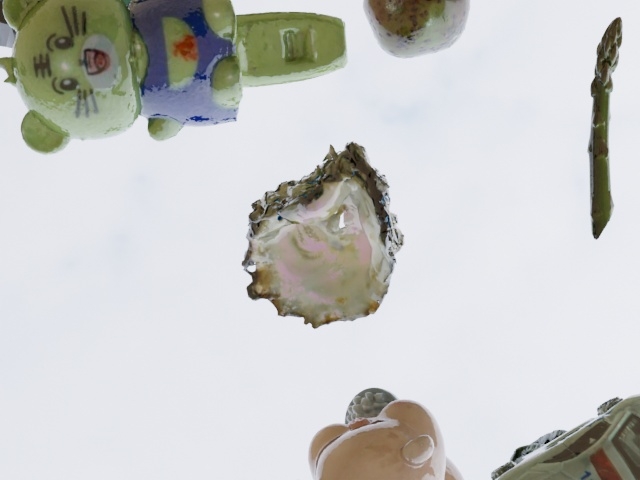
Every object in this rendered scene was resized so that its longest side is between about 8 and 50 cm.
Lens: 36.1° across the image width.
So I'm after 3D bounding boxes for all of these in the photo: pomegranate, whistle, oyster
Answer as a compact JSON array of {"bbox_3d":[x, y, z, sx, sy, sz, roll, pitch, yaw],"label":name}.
[{"bbox_3d":[0.137,-0.347,1.478,0.159,0.159,0.205,-40,-168,-5],"label":"pomegranate"},{"bbox_3d":[-0.092,-0.114,0.618,0.227,0.105,0.085,-7,-173,-13],"label":"whistle"},{"bbox_3d":[0.002,-0.004,1.217,0.198,0.260,0.092,18,-140,6],"label":"oyster"}]

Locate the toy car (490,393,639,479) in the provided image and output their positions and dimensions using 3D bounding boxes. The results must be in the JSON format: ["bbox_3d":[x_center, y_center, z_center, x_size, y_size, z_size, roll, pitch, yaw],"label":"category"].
[{"bbox_3d":[0.234,0.202,0.838,0.205,0.056,0.095,-27,-103,-13],"label":"toy car"}]

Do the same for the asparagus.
[{"bbox_3d":[0.303,-0.119,1.054,0.034,0.027,0.236,15,-73,56],"label":"asparagus"}]

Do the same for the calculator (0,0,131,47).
[{"bbox_3d":[-0.210,-0.267,0.920,0.274,0.058,0.248,11,-124,6],"label":"calculator"}]

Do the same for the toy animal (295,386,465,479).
[{"bbox_3d":[0.098,0.346,1.402,0.210,0.221,0.229,-25,-168,13],"label":"toy animal"}]

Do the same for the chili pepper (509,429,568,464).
[{"bbox_3d":[0.334,0.317,1.218,0.065,0.122,0.279,-31,-143,-19],"label":"chili pepper"}]
